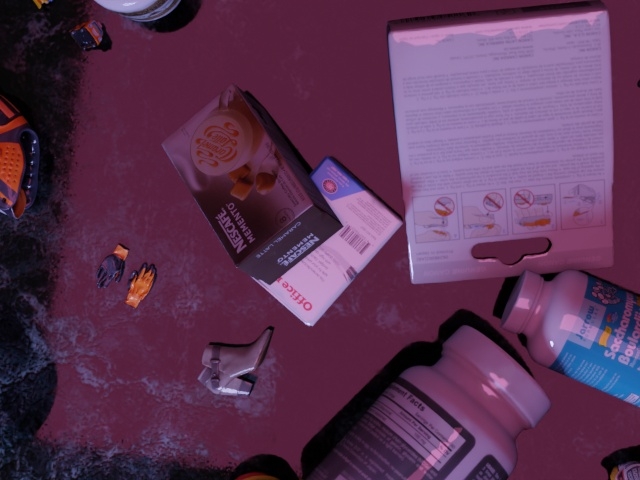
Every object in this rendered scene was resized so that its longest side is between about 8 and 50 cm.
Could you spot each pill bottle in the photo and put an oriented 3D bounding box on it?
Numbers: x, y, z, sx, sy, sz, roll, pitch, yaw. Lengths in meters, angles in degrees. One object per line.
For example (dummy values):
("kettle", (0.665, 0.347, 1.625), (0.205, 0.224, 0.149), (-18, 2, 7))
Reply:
("pill bottle", (0.142, 0.308, 1.801), (0.210, 0.210, 0.363), (44, 81, 0))
("pill bottle", (0.394, 0.134, 1.827), (0.264, 0.146, 0.146), (22, 95, 1))
("pill bottle", (-0.265, -0.379, 1.788), (0.131, 0.229, 0.131), (0, 94, 3))

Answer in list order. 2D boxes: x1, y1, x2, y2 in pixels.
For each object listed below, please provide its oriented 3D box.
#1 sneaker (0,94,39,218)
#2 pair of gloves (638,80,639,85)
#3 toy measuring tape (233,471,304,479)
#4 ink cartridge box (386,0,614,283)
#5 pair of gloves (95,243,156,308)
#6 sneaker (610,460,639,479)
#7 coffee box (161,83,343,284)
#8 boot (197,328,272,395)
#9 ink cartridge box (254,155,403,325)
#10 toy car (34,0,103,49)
("sneaker", (-0.533, -0.061, 1.877), (0.180, 0.124, 0.321), (37, 95, 1))
("pair of gloves", (0.561, -0.230, 1.857), (0.198, 0.023, 0.159), (42, 95, -1))
("toy measuring tape", (-0.151, 0.422, 1.888), (0.330, 0.121, 0.121), (-23, 92, 4))
("ink cartridge box", (0.264, -0.140, 1.867), (0.308, 0.091, 0.385), (-5, 110, 3))
("pair of gloves", (-0.291, 0.054, 1.928), (0.083, 0.010, 0.074), (32, 95, 2))
("sneaker", (0.466, 0.428, 1.884), (0.092, 0.088, 0.225), (0, 94, 24))
("coffee box", (-0.098, -0.079, 1.805), (0.141, 0.098, 0.246), (-39, 59, 10))
("boot", (-0.130, 0.174, 1.913), (0.087, 0.042, 0.118), (21, 88, 9))
("ink cartridge box", (0.000, 0.000, 1.870), (0.148, 0.086, 0.203), (42, 95, 1))
("toy car", (-0.363, -0.332, 1.886), (0.122, 0.060, 0.040), (47, 63, -7))
